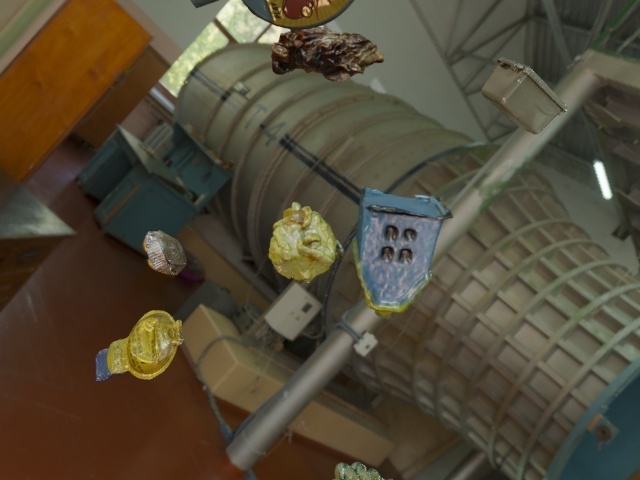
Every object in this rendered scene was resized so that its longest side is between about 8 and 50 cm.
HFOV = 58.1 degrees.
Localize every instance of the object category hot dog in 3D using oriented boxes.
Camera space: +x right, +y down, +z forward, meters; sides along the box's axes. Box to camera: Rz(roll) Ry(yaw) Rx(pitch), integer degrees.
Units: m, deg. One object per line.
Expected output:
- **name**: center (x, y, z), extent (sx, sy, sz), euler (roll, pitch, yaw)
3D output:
- **hot dog**: center (-0.491, 0.039, 1.814), extent (0.268, 0.075, 0.144), euler (59, 8, -82)

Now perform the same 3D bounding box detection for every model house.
- **model house**: center (0.179, 0.030, 1.468), extent (0.215, 0.304, 0.237), euler (12, 17, -2)

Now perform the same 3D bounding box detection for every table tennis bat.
- **table tennis bat**: center (-0.078, -0.462, 0.985), extent (0.044, 0.328, 0.215), euler (-75, 151, -51)

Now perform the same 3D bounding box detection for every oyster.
- **oyster**: center (0.019, -0.578, 1.859), extent (0.360, 0.096, 0.221), euler (8, -16, -10)

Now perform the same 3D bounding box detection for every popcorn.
- **popcorn**: center (-0.036, 0.011, 1.153), extent (0.162, 0.141, 0.135), euler (39, 1, 25)

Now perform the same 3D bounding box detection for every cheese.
- **cheese**: center (-0.402, 0.240, 1.274), extent (0.064, 0.250, 0.157), euler (41, 32, -54)

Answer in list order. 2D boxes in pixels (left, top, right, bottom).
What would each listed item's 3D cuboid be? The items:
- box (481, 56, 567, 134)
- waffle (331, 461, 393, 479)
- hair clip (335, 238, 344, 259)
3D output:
- **box**: center (0.444, -0.314, 1.276), extent (0.172, 0.093, 0.124), euler (31, 15, -28)
- **waffle**: center (0.124, 0.616, 1.199), extent (0.309, 0.056, 0.292), euler (34, 30, -38)
- **hair clip**: center (0.002, -0.001, 1.800), extent (0.229, 0.036, 0.066), euler (26, -40, 43)
